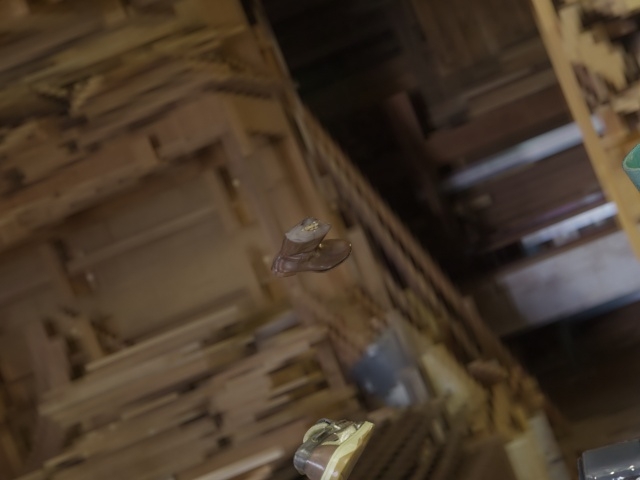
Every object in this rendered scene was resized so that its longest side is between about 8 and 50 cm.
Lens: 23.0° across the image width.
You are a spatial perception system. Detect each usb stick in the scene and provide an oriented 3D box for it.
[{"bbox_3d":[0.412,0.223,1.694,0.278,0.045,0.077,-16,17,15],"label":"usb stick"}]

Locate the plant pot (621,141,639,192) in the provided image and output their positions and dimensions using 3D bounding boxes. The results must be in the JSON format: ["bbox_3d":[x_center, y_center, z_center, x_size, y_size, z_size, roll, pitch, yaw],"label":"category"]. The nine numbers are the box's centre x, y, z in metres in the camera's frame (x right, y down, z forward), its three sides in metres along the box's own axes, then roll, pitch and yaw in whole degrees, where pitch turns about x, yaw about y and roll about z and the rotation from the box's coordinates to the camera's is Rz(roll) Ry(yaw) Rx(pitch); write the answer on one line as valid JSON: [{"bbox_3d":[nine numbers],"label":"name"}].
[{"bbox_3d":[0.479,-0.040,1.541,0.293,0.235,0.293,-29,7,4],"label":"plant pot"}]

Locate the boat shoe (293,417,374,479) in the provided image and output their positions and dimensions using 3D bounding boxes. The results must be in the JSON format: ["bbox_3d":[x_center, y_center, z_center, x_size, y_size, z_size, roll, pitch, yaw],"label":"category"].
[{"bbox_3d":[0.010,0.171,1.323,0.056,0.049,0.152,-62,-6,4],"label":"boat shoe"}]

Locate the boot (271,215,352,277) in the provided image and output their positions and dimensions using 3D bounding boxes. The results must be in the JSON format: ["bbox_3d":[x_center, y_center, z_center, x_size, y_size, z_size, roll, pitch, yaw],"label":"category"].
[{"bbox_3d":[0.000,0.000,1.788,0.106,0.037,0.114,-20,-21,-22],"label":"boot"}]
